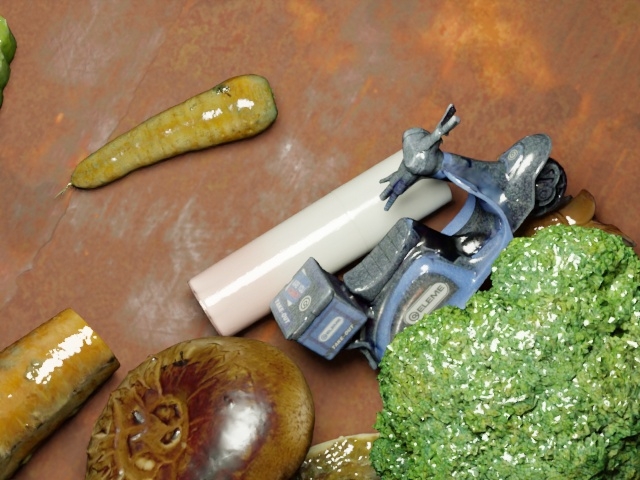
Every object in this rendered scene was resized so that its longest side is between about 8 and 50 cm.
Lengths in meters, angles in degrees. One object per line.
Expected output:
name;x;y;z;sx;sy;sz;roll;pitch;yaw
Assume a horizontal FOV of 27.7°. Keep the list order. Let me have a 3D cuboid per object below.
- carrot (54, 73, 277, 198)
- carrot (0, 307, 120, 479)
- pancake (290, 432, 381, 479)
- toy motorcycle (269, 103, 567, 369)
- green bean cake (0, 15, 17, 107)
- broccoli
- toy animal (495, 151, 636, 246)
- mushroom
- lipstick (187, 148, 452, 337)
carrot;-0.194;-0.122;1.586;0.298;0.078;0.078;-24;85;-1
carrot;-0.379;0.208;1.510;0.139;0.139;0.302;44;76;3
pancake;0.069;0.399;1.537;0.356;0.065;0.356;0;85;-2
toy motorcycle;0.122;0.000;1.492;0.212;0.125;0.358;33;103;-32
green bean cake;-0.480;-0.189;1.556;0.200;0.113;0.214;10;82;-1
broccoli;0.241;0.180;1.396;0.321;0.310;0.413;30;113;23
toy animal;0.287;-0.028;1.586;0.188;0.089;0.179;-3;73;9
mushroom;-0.136;0.241;1.460;0.278;0.163;0.297;34;85;29
lipstick;0.000;0.000;1.567;0.327;0.087;0.087;-32;86;-6
